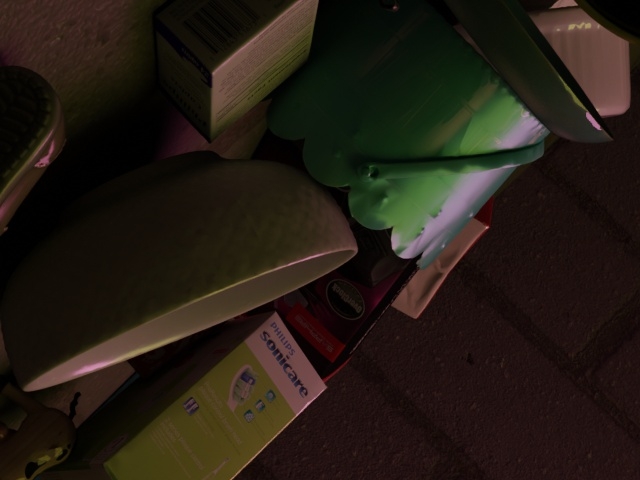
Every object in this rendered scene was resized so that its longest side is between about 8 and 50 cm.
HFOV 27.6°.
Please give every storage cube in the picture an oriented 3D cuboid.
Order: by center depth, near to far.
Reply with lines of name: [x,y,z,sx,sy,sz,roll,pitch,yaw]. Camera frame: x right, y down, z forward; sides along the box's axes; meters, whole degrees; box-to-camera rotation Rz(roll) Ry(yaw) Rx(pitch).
storage cube: [0.103,-0.050,1.730,0.183,0.215,0.193,-55,-169,32]

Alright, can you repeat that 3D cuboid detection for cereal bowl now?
cereal bowl: [-0.144,0.013,1.202,0.339,0.141,0.339,-24,174,-3]

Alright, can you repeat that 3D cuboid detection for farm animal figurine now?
farm animal figurine: [-0.412,0.328,1.406,0.330,0.172,0.327,-50,168,25]

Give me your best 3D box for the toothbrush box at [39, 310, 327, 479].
toothbrush box: [-0.165,0.221,1.534,0.283,0.122,0.206,-40,-167,-32]

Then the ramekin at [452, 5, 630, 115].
ramekin: [0.265,-0.212,1.670,0.277,0.135,0.277,-8,-178,0]

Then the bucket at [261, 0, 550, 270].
bucket: [0.077,-0.127,1.262,0.183,0.281,0.281,-44,170,10]

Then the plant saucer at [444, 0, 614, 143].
plant saucer: [0.158,-0.208,1.189,0.044,0.317,0.317,-38,172,15]

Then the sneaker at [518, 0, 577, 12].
sneaker: [0.357,-0.389,1.813,0.292,0.108,0.169,-41,172,-15]

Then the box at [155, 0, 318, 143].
box: [-0.071,-0.170,1.099,0.126,0.072,0.137,-42,168,-18]

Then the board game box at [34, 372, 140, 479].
board game box: [-0.315,0.320,2.006,0.336,0.079,0.254,-44,170,-4]

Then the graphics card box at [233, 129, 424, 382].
graphics card box: [0.000,0.000,1.580,0.094,0.233,0.371,-35,166,-43]

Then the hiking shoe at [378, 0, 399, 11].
hiking shoe: [0.103,-0.331,0.989,0.304,0.132,0.113,-52,167,33]

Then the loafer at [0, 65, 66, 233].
loafer: [-0.263,-0.008,0.916,0.251,0.094,0.087,-46,165,1]

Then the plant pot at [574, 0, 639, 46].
plant pot: [0.425,-0.403,1.507,0.366,0.366,0.353,-48,-178,13]

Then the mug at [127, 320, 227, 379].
mug: [-0.174,0.087,1.586,0.169,0.113,0.150,-39,167,-14]
